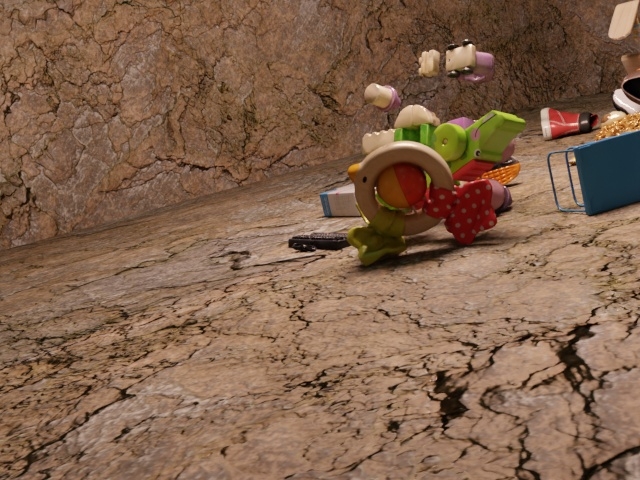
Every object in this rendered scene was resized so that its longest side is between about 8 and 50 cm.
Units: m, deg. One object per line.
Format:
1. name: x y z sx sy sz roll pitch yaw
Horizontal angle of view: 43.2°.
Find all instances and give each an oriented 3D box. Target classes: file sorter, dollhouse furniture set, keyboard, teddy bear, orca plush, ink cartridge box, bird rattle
1. file sorter: 0.503 -0.122 1.426 0.170 0.118 0.104 -15 6 -17
2. dollhouse furniture set: 1.049 -0.484 2.263 0.394 0.362 0.256 -3 54 43
3. keyboard: 0.000 0.000 1.627 0.108 0.023 0.180 -19 11 -32
4. teddy bear: 0.781 -0.271 1.934 0.338 0.113 0.245 -14 8 -11
5. orca plush: 0.957 -0.359 2.243 0.287 0.151 0.102 -1 -26 15
6. ink cartridge box: 0.094 -0.099 1.947 0.104 0.062 0.181 -19 12 -32
7. bird rattle: 0.154 -0.066 1.343 0.253 0.207 0.143 -18 25 25

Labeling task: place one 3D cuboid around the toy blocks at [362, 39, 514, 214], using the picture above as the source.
1. toy blocks: 0.263 -0.197 1.650 0.288 0.309 0.260 -5 -10 43

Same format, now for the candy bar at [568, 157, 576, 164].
1. candy bar: 0.647 -0.207 2.003 0.040 0.018 0.161 -6 13 32

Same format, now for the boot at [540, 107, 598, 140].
1. boot: 0.813 -0.390 2.647 0.176 0.088 0.244 -9 18 16

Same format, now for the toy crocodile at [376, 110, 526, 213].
1. toy crocodile: 0.213 -0.120 1.427 0.115 0.105 0.340 6 -29 -45

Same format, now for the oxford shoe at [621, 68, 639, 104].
1. oxford shoe: 0.932 -0.353 2.016 0.363 0.130 0.132 15 20 33

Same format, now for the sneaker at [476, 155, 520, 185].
1. sneaker: 0.357 -0.168 1.931 0.262 0.099 0.121 -4 8 35
